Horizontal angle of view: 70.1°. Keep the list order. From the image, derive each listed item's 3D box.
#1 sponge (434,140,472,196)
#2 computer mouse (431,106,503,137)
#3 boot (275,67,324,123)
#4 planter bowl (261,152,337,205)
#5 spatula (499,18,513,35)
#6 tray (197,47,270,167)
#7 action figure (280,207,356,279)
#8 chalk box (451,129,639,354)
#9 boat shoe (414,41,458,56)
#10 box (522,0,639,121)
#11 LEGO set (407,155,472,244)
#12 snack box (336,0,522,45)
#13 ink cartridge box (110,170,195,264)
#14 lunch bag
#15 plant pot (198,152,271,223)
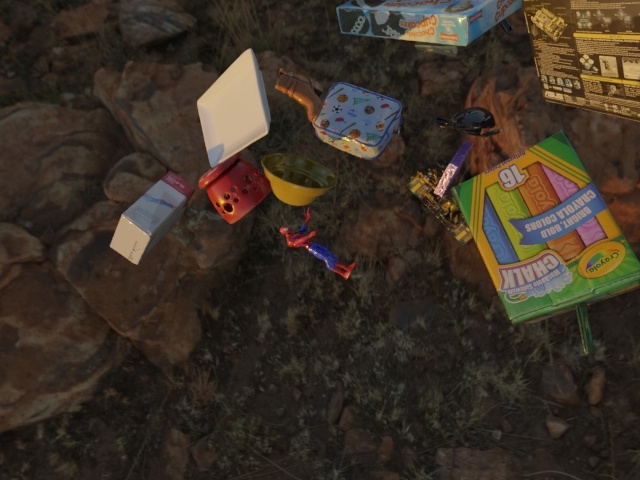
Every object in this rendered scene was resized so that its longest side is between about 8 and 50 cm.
[{"bbox_3d":[0.424,-0.230,1.448,0.031,0.117,0.210,30,41,13],"label":"sponge"},{"bbox_3d":[0.479,-0.362,1.371,0.262,0.060,0.184,-15,32,-37],"label":"computer mouse"},{"bbox_3d":[-0.069,-0.455,1.433,0.153,0.073,0.197,18,45,-21],"label":"boot"},{"bbox_3d":[-0.069,-0.158,1.280,0.217,0.090,0.217,15,28,-8],"label":"planter bowl"},{"bbox_3d":[0.518,-0.766,1.408,0.084,0.030,0.296,-40,103,-21],"label":"spatula"},{"bbox_3d":[-0.163,-0.236,0.860,0.030,0.270,0.145,-12,92,-33],"label":"tray"},{"bbox_3d":[0.000,0.000,1.524,0.281,0.091,0.139,28,114,4],"label":"action figure"},{"bbox_3d":[0.356,0.021,0.685,0.179,0.180,0.288,-29,67,28],"label":"chalk box"},{"bbox_3d":[0.413,-0.685,1.631,0.153,0.048,0.056,4,44,6],"label":"boat shoe"},{"bbox_3d":[0.616,-0.427,0.980,0.097,0.318,0.395,-34,30,1],"label":"box"},{"bbox_3d":[0.477,-0.161,1.574,0.192,0.255,0.331,-45,72,22],"label":"LEGO set"},{"bbox_3d":[0.210,-0.472,0.925,0.187,0.060,0.322,-40,45,-24],"label":"snack box"},{"bbox_3d":[-0.365,-0.051,0.998,0.072,0.127,0.175,37,42,-8],"label":"ink cartridge box"},{"bbox_3d":[0.141,-0.437,1.651,0.304,0.115,0.243,27,75,18],"label":"lunch bag"},{"bbox_3d":[-0.273,-0.177,1.455,0.191,0.191,0.174,-42,107,-10],"label":"plant pot"}]
